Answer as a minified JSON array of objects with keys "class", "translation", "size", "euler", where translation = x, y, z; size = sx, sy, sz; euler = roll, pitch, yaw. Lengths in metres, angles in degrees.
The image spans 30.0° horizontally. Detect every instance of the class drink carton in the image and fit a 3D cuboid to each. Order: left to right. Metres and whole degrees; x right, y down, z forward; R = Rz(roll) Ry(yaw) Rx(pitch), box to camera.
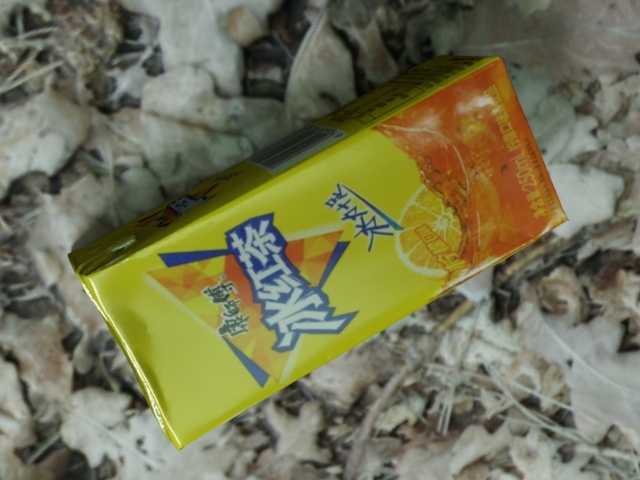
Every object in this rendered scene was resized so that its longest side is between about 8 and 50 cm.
[{"class":"drink carton","translation":[0.000,0.000,0.921],"size":[0.351,0.111,0.155],"euler":[-29,106,-13]}]
